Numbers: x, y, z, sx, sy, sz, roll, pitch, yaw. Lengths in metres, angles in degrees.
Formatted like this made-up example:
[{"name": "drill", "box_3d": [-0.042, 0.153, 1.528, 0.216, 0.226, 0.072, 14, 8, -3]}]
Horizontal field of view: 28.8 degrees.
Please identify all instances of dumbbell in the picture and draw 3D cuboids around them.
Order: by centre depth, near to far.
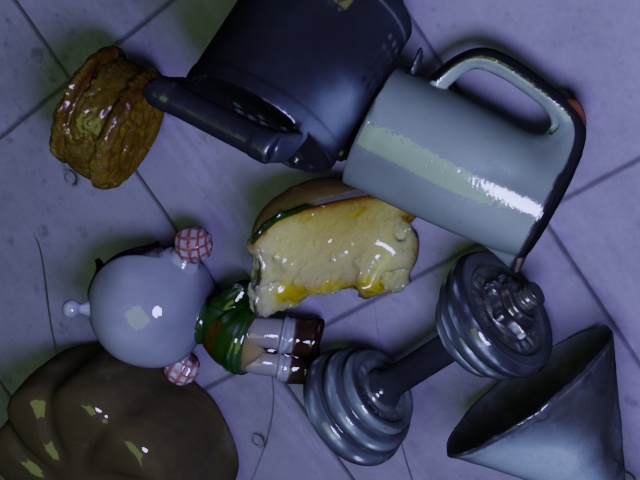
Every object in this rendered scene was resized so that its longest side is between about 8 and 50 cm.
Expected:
[{"name": "dumbbell", "box_3d": [0.137, 0.162, 1.656, 0.406, 0.179, 0.179, -37, 95, 36]}]

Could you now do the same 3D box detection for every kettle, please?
[{"name": "kettle", "box_3d": [0.183, -0.114, 1.525, 0.255, 0.165, 0.240, 27, 111, 10]}]

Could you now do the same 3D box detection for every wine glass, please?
[{"name": "wine glass", "box_3d": [0.383, 0.336, 1.576, 0.267, 0.267, 0.406, -39, 93, 33]}]

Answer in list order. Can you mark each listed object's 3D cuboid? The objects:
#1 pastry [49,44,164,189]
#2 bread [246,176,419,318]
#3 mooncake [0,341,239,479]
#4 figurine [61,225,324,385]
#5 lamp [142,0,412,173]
[{"name": "pastry", "box_3d": [-0.287, -0.168, 1.709, 0.103, 0.189, 0.188, 29, 122, 8]}, {"name": "bread", "box_3d": [0.003, -0.004, 1.682, 0.133, 0.252, 0.174, -136, 39, -56]}, {"name": "mooncake", "box_3d": [-0.335, 0.351, 1.962, 0.378, 0.201, 0.378, 10, 116, 21]}, {"name": "figurine", "box_3d": [-0.180, 0.116, 1.805, 0.370, 0.167, 0.281, 15, 123, 8]}, {"name": "lamp", "box_3d": [-0.023, -0.229, 1.490, 0.205, 0.374, 0.272, 27, 95, 14]}]
